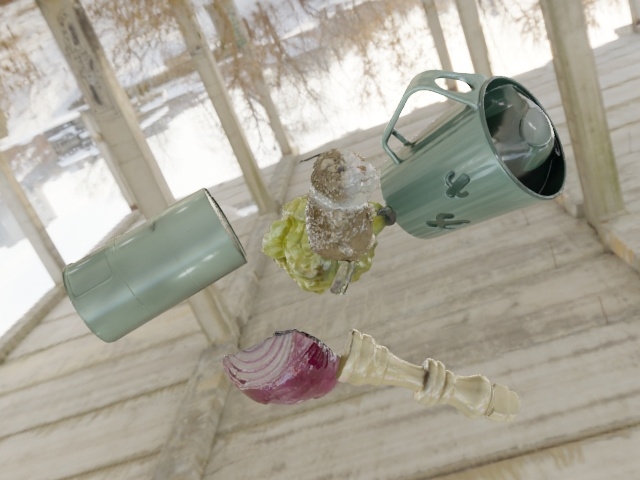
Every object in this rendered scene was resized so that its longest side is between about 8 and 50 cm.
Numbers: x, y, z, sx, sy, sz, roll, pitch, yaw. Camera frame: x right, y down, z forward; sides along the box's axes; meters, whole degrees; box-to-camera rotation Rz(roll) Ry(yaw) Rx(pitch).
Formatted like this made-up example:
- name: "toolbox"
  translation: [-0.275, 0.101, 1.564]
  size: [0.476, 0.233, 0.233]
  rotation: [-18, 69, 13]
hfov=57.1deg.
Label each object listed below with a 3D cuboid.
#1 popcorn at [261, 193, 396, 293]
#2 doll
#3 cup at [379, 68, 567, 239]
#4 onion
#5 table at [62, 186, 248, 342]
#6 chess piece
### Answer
- name: "popcorn"
  translation: [-0.005, -0.003, 1.445]
  size: [0.293, 0.293, 0.237]
  rotation: [-29, -138, -17]
- name: "doll"
  translation: [0.033, -0.029, 0.873]
  size: [0.115, 0.221, 0.105]
  rotation: [13, -151, 38]
- name: "cup"
  translation: [0.351, -0.224, 1.469]
  size: [0.310, 0.401, 0.392]
  rotation: [-25, 178, -43]
- name: "onion"
  translation: [-0.074, 0.329, 1.351]
  size: [0.250, 0.247, 0.111]
  rotation: [-28, -145, 25]
- name: "table"
  translation: [-0.225, 0.034, 0.816]
  size: [0.220, 0.126, 0.126]
  rotation: [-30, -160, -3]
- name: "chess piece"
  translation: [0.237, 0.301, 1.256]
  size: [0.397, 0.117, 0.117]
  rotation: [18, -156, -1]
